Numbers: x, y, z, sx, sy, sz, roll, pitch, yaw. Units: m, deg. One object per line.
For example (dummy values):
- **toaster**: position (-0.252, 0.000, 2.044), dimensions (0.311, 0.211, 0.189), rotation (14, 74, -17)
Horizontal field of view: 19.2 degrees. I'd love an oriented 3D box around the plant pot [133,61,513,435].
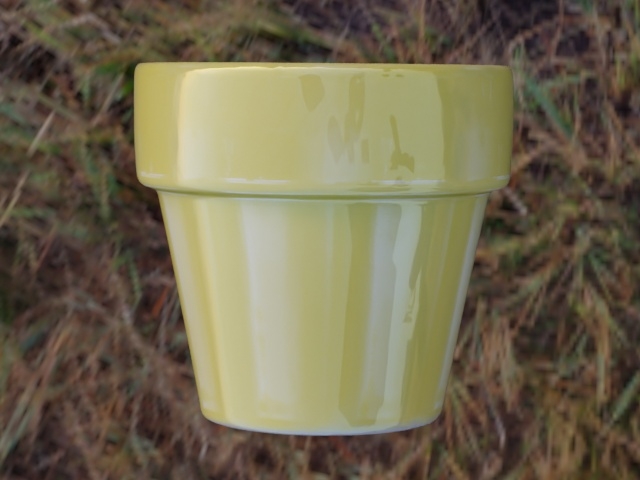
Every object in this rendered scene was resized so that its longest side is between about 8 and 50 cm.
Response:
- **plant pot**: position (0.000, 0.000, 1.266), dimensions (0.254, 0.254, 0.239), rotation (2, 95, 8)
